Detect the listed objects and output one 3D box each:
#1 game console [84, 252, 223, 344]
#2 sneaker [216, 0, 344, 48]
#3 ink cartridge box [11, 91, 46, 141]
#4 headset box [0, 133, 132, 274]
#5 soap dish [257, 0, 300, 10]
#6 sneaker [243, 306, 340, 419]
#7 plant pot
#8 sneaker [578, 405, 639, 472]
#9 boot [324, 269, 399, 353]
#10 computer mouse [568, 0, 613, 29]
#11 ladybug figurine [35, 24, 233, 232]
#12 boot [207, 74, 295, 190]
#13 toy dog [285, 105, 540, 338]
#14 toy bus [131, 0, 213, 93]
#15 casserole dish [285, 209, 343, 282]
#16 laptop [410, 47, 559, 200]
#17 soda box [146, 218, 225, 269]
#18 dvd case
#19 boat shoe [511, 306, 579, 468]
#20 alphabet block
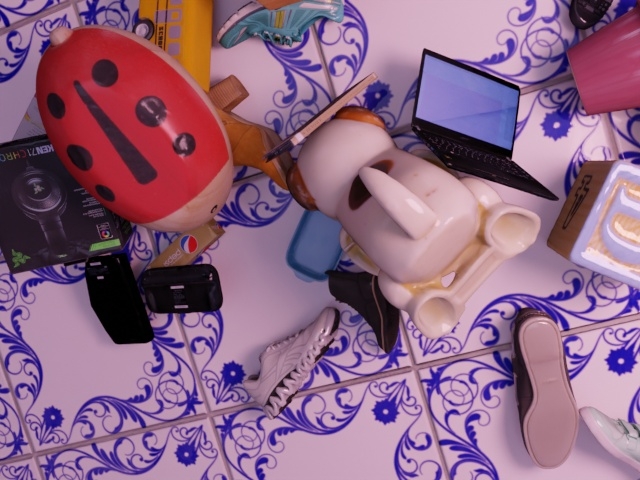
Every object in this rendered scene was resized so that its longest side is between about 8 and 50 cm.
[{"bbox_3d":[-0.368,0.127,1.275,0.362,0.044,0.213,-6,108,26],"label":"game console"},{"bbox_3d":[-0.084,-0.445,1.173,0.275,0.107,0.109,-17,107,14],"label":"sneaker"},{"bbox_3d":[-0.600,-0.248,1.307,0.127,0.072,0.175,34,102,3],"label":"ink cartridge box"},{"bbox_3d":[-0.568,-0.083,1.240,0.247,0.131,0.283,-12,110,-3],"label":"headset box"},{"bbox_3d":[-0.034,-0.574,1.077,0.229,0.118,0.290,-13,59,12],"label":"soap dish"},{"bbox_3d":[-0.065,0.253,1.263,0.118,0.110,0.292,38,102,13],"label":"sneaker"},{"bbox_3d":[0.550,-0.316,1.029,0.180,0.201,0.201,-17,94,29],"label":"plant pot"},{"bbox_3d":[0.647,0.374,1.142,0.256,0.094,0.151,35,108,-6],"label":"sneaker"},{"bbox_3d":[0.090,0.144,1.232,0.137,0.077,0.197,4,117,27],"label":"boot"},{"bbox_3d":[0.541,-0.505,1.079,0.071,0.041,0.242,32,95,-4],"label":"computer mouse"},{"bbox_3d":[-0.345,-0.187,1.077,0.305,0.162,0.449,-32,119,9],"label":"ladybug figurine"},{"bbox_3d":[-0.195,-0.182,1.235,0.211,0.104,0.295,-34,85,18],"label":"boot"},{"bbox_3d":[0.108,-0.064,1.054,0.284,0.395,0.408,-56,48,15],"label":"toy dog"},{"bbox_3d":[-0.294,-0.470,1.171,0.130,0.108,0.332,1,86,16],"label":"toy bus"},{"bbox_3d":[0.000,0.000,1.246,0.114,0.037,0.188,25,101,7],"label":"casserole dish"},{"bbox_3d":[0.297,-0.209,1.026,0.234,0.264,0.136,13,117,-20],"label":"laptop"},{"bbox_3d":[-0.302,0.021,1.293,0.181,0.061,0.058,-42,89,13],"label":"soda box"},{"bbox_3d":[-0.005,-0.233,1.104,0.221,0.164,0.018,-43,103,-20],"label":"dvd case"},{"bbox_3d":[0.455,0.296,1.182,0.112,0.095,0.335,-8,101,9],"label":"boat shoe"},{"bbox_3d":[0.557,-0.028,1.054,0.193,0.197,0.193,25,101,7],"label":"alphabet block"}]
